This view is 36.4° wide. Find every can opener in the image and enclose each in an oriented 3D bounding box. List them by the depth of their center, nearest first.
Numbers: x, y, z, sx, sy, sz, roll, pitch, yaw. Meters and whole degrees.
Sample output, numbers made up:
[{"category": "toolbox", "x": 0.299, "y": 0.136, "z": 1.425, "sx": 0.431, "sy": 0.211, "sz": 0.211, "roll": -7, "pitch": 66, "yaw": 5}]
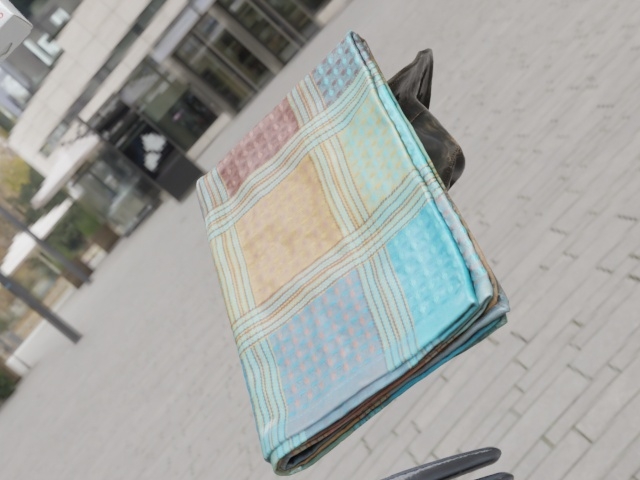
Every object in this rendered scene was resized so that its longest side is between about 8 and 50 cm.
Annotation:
[{"category": "can opener", "x": 0.071, "y": 0.217, "z": 0.812, "sx": 0.186, "sy": 0.059, "sz": 0.073, "roll": -24, "pitch": -27, "yaw": -9}]

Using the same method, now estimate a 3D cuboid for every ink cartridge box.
[{"category": "ink cartridge box", "x": -0.534, "y": -0.344, "z": 1.485, "sx": 0.109, "sy": 0.150, "sz": 0.063, "roll": -45, "pitch": -13, "yaw": 2}]

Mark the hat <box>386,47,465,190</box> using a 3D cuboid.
[{"category": "hat", "x": 0.123, "y": -0.094, "z": 1.370, "sx": 0.331, "sy": 0.134, "sz": 0.331, "roll": -50, "pitch": -18, "yaw": -23}]

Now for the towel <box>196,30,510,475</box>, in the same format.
[{"category": "towel", "x": 0.000, "y": 0.000, "z": 0.923, "sx": 0.271, "sy": 0.040, "sz": 0.370, "roll": -41, "pitch": 48, "yaw": 23}]
